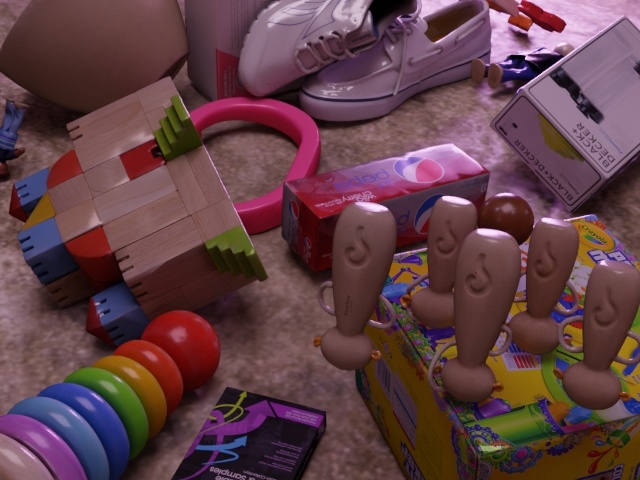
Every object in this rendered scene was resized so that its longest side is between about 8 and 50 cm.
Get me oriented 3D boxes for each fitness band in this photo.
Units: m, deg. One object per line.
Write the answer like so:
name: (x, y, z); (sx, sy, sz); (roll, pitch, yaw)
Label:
fitness band: (-0.111, -0.109, 1.616); (0.209, 0.054, 0.291); (7, 38, 10)

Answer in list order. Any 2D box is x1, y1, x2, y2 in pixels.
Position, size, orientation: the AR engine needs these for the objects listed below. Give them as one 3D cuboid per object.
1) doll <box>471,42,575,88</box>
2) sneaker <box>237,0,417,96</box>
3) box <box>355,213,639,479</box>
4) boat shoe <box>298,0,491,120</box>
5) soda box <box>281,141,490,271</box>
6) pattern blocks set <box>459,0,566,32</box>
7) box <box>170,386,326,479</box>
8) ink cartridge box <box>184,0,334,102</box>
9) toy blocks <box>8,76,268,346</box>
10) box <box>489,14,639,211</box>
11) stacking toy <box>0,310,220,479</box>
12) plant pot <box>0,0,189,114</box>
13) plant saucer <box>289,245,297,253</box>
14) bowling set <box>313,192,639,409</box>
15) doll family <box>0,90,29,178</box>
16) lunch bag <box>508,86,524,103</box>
doll: (0.333, -0.277, 1.852); (0.189, 0.046, 0.129); (-18, 30, -32)
sneaker: (0.009, -0.309, 1.703); (0.297, 0.111, 0.129); (-39, 48, -4)
box: (0.214, 0.142, 1.167); (0.279, 0.177, 0.290); (-11, 37, -15)
boat shoe: (0.124, -0.302, 1.792); (0.367, 0.156, 0.136); (-21, 41, -27)
soda box: (0.084, -0.046, 1.487); (0.263, 0.083, 0.092); (-16, 40, -28)
pattern blocks set: (0.243, -0.418, 1.927); (0.285, 0.026, 0.325); (29, 6, -17)
box: (-0.073, 0.221, 1.184); (0.116, 0.029, 0.162); (11, 39, 15)
ink cartridge box: (-0.059, -0.345, 1.808); (0.283, 0.207, 0.117); (-19, 42, -25)
toy blocks: (-0.240, -0.026, 1.398); (0.261, 0.191, 0.381); (-26, 49, -3)
box: (0.387, -0.181, 1.628); (0.169, 0.087, 0.290); (49, 51, 8)
stacking toy: (-0.214, 0.176, 1.181); (0.141, 0.141, 0.330); (19, 33, 24)
plant pot: (-0.306, -0.291, 1.724); (0.191, 0.284, 0.284); (42, 42, -4)
plant saucer: (0.000, 0.000, 1.499); (0.083, 0.013, 0.083); (0, 37, 0)
bowling set: (0.159, 0.051, 1.054); (0.287, 0.154, 0.200); (16, 19, 22)
doll family: (-0.476, -0.159, 1.643); (0.076, 0.111, 0.193); (16, 8, -40)
lunch bag: (0.324, -0.189, 1.715); (0.098, 0.065, 0.067); (7, 37, 9)
